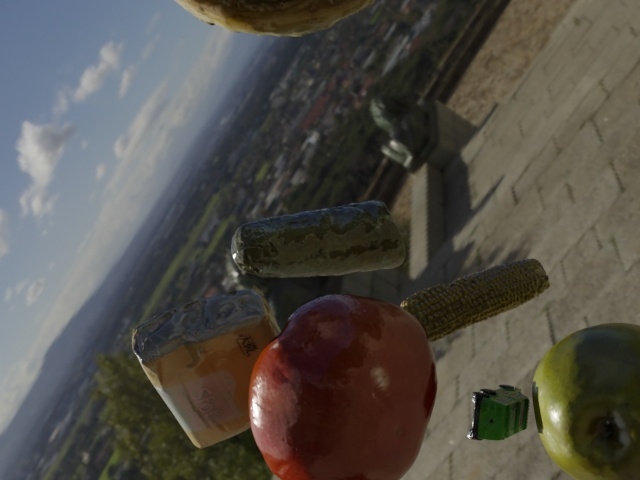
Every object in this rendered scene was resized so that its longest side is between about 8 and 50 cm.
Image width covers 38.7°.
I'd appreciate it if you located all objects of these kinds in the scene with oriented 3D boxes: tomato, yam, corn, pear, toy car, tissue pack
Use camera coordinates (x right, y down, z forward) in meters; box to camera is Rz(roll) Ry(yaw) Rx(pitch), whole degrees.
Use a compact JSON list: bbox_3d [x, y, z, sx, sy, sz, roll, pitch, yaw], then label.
[{"bbox_3d":[0.033,0.192,1.102,0.180,0.260,0.260,20,76,45],"label":"tomato"},{"bbox_3d":[0.000,0.000,1.605,0.133,0.330,0.133,175,90,-65],"label":"yam"},{"bbox_3d":[0.244,0.098,1.499,0.288,0.087,0.086,-19,2,-14],"label":"corn"},{"bbox_3d":[0.439,0.239,1.342,0.253,0.253,0.307,-56,-12,15],"label":"pear"},{"bbox_3d":[0.281,0.266,1.402,0.165,0.062,0.071,4,-87,-59],"label":"toy car"},{"bbox_3d":[-0.131,0.172,1.229,0.186,0.222,0.090,-19,45,-1],"label":"tissue pack"}]

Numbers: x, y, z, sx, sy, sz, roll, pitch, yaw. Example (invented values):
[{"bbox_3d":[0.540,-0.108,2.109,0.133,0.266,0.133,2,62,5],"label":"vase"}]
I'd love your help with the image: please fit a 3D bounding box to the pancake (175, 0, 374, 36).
[{"bbox_3d":[-0.051,-0.430,1.116,0.387,0.386,0.082,-60,-6,-10],"label":"pancake"}]
